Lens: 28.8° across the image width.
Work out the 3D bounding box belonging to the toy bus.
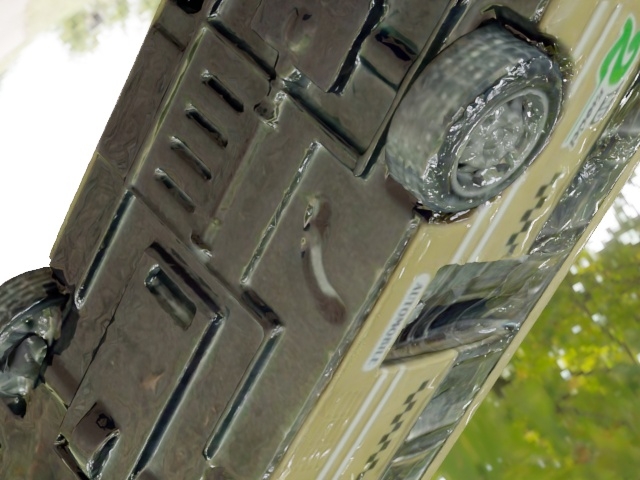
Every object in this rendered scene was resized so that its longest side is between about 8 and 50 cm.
[{"bbox_3d":[0.000,0.000,0.531,0.202,0.177,0.365,-4,131,-50],"label":"toy bus"}]
